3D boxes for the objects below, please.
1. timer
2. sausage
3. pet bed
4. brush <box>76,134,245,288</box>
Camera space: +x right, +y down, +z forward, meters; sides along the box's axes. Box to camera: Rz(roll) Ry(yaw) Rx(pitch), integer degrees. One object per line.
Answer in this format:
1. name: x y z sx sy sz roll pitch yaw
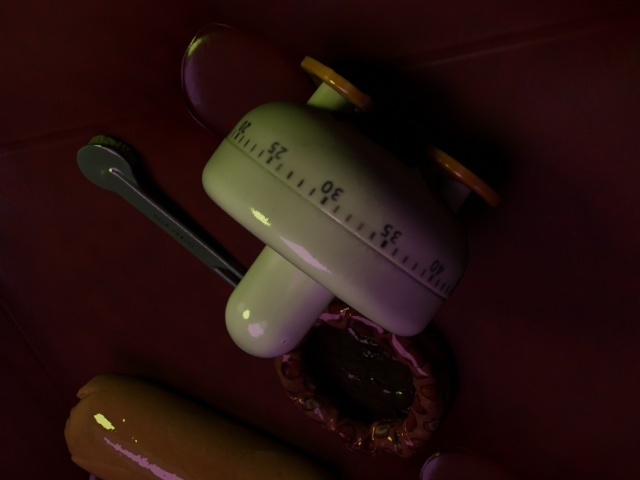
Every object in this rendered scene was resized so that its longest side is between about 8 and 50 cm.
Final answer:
1. timer: 0.000 0.000 1.440 0.233 0.240 0.233 37 -178 -2
2. sausage: -0.131 0.240 1.848 0.304 0.121 0.121 24 138 13
3. pet bed: 0.039 0.125 1.671 0.201 0.053 0.201 17 134 19
4. brush: -0.130 -0.007 1.694 0.266 0.027 0.062 41 140 -11
